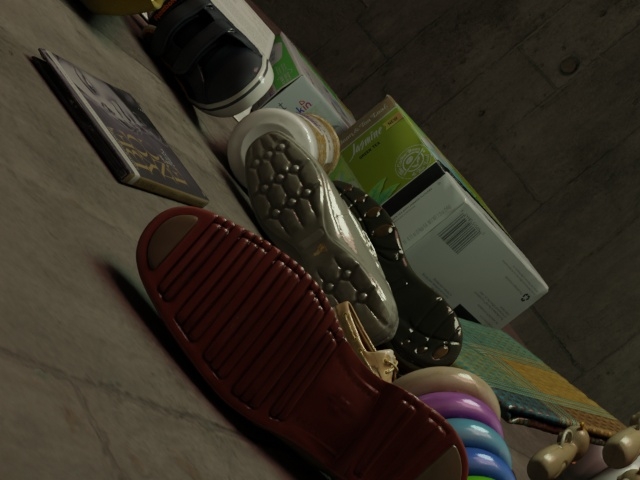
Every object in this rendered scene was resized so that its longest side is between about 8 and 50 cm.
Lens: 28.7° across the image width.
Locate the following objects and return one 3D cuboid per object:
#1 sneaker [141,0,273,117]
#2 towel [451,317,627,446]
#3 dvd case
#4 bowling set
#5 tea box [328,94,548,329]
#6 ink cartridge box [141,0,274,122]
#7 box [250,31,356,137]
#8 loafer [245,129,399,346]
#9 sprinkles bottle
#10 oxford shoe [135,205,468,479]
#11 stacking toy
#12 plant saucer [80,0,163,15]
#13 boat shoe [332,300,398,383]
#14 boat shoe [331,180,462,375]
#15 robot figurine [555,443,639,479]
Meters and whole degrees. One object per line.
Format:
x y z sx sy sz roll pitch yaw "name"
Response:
-0.179 -0.282 1.805 0.127 0.126 0.321 50 -4 -35 "sneaker"
0.261 0.192 1.799 0.271 0.040 0.370 18 12 -31 "towel"
-0.204 -0.113 1.317 0.164 0.018 0.221 53 9 14 "dvd case"
0.317 0.307 1.598 0.199 0.287 0.154 27 28 29 "bowling set"
0.179 -0.019 2.194 0.329 0.220 0.324 42 12 -45 "tea box"
-0.228 -0.373 2.180 0.308 0.091 0.385 48 26 -21 "ink cartridge box"
-0.034 -0.238 2.351 0.231 0.126 0.262 48 10 -26 "box"
0.000 0.000 1.616 0.320 0.112 0.111 62 7 20 "loafer"
-0.048 -0.133 1.853 0.121 0.121 0.355 51 8 1 "sprinkles bottle"
-0.032 0.112 1.060 0.348 0.123 0.130 47 -17 -12 "oxford shoe"
0.135 0.269 1.146 0.141 0.141 0.330 45 17 -32 "stacking toy"
-0.349 -0.432 1.681 0.333 0.081 0.333 47 9 -16 "plant saucer"
0.059 0.144 1.442 0.170 0.059 0.063 52 9 12 "boat shoe"
0.072 0.066 1.714 0.324 0.122 0.120 58 -19 27 "boat shoe"
0.455 0.440 1.753 0.353 0.199 0.300 54 -20 26 "robot figurine"
